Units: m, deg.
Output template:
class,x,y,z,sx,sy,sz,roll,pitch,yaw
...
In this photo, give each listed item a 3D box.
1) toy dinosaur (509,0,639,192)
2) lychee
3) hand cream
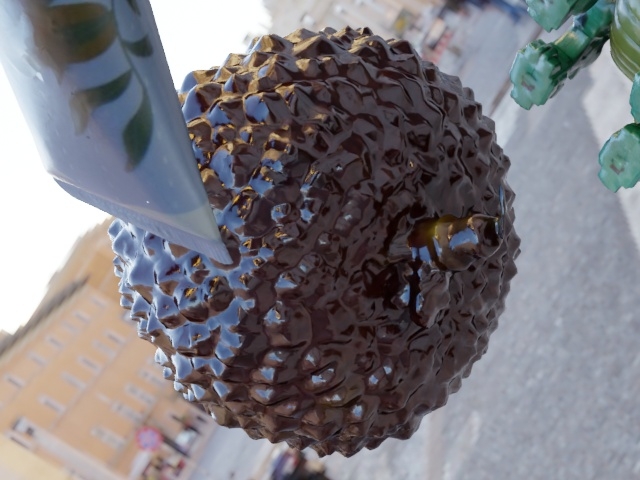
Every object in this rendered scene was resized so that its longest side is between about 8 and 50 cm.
class,x,y,z,sx,sy,sz,roll,pitch,yaw
toy dinosaur,0.146,-0.086,0.558,0.153,0.094,0.259,-36,-16,-19
lychee,0.000,0.000,0.831,0.300,0.264,0.264,-1,51,55
hand cream,-0.090,-0.091,0.458,0.058,0.091,0.271,-54,-30,-31
